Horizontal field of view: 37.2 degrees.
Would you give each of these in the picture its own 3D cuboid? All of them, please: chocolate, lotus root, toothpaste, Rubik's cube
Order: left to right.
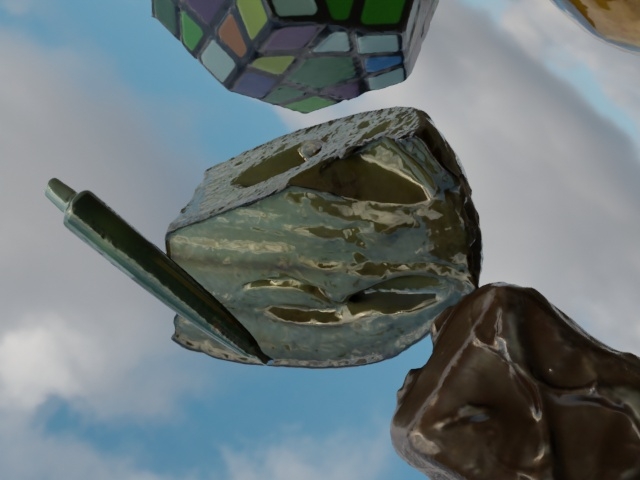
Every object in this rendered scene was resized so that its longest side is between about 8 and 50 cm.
[{"bbox_3d":[-0.114,0.023,0.665,0.204,0.031,0.049,38,177,6],"label":"toothpaste"},{"bbox_3d":[-0.007,-0.118,0.389,0.133,0.112,0.133,29,-151,-18],"label":"Rubik's cube"},{"bbox_3d":[0.002,-0.004,0.853,0.142,0.314,0.210,-45,-54,-56],"label":"lotus root"},{"bbox_3d":[0.157,0.126,0.623,0.214,0.148,0.093,32,170,6],"label":"chocolate"}]

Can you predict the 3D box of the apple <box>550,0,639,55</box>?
[{"bbox_3d":[0.292,-0.275,0.693,0.275,0.299,0.299,16,-163,24],"label":"apple"}]
